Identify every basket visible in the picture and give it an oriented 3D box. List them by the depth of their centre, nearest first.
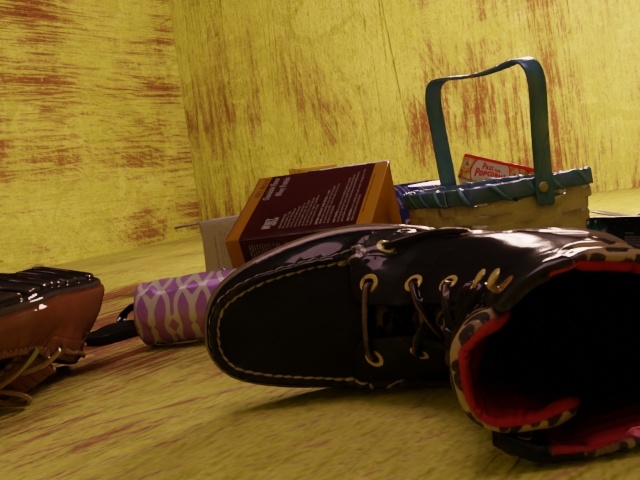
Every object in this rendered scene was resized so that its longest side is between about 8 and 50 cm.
[{"bbox_3d":[0.216,-0.075,1.121,0.201,0.289,0.254,-14,9,-17],"label":"basket"}]

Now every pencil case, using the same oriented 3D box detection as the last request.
[{"bbox_3d":[-0.128,0.081,1.090,0.206,0.086,0.088,-5,-30,6],"label":"pencil case"}]

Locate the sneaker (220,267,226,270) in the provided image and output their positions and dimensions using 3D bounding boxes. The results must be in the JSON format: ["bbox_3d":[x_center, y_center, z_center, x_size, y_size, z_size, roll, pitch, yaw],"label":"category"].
[{"bbox_3d":[-0.117,0.071,1.275,0.169,0.071,0.068,-8,4,-18],"label":"sneaker"}]

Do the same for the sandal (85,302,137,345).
[{"bbox_3d":[-0.255,0.108,1.235,0.067,0.040,0.179,-5,5,34],"label":"sandal"}]

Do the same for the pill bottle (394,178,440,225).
[{"bbox_3d":[0.089,-0.008,1.412,0.264,0.153,0.153,-10,4,-19],"label":"pill bottle"}]

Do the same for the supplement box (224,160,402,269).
[{"bbox_3d":[0.000,0.000,1.191,0.194,0.129,0.191,-6,28,16],"label":"supplement box"}]

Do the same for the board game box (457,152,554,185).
[{"bbox_3d":[0.328,-0.076,1.443,0.193,0.045,0.147,14,-14,16],"label":"board game box"}]

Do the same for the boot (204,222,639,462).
[{"bbox_3d":[0.091,0.061,0.629,0.377,0.138,0.284,-2,4,0],"label":"boot"}]

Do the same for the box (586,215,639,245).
[{"bbox_3d":[0.426,0.000,1.129,0.159,0.044,0.233,7,-2,-22],"label":"box"}]

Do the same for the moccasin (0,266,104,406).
[{"bbox_3d":[-0.324,0.105,0.871,0.139,0.147,0.380,7,0,-1],"label":"moccasin"}]

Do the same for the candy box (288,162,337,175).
[{"bbox_3d":[-0.005,-0.043,1.711,0.105,0.206,0.027,-11,9,-34],"label":"candy box"}]

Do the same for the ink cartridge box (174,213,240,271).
[{"bbox_3d":[-0.115,-0.002,1.879,0.271,0.130,0.309,-7,4,26],"label":"ink cartridge box"}]

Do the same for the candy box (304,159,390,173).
[{"bbox_3d":[0.065,-0.048,1.696,0.164,0.196,0.070,-11,6,-36],"label":"candy box"}]

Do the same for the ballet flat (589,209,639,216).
[{"bbox_3d":[0.405,-0.009,1.379,0.232,0.073,0.080,-6,7,30],"label":"ballet flat"}]
